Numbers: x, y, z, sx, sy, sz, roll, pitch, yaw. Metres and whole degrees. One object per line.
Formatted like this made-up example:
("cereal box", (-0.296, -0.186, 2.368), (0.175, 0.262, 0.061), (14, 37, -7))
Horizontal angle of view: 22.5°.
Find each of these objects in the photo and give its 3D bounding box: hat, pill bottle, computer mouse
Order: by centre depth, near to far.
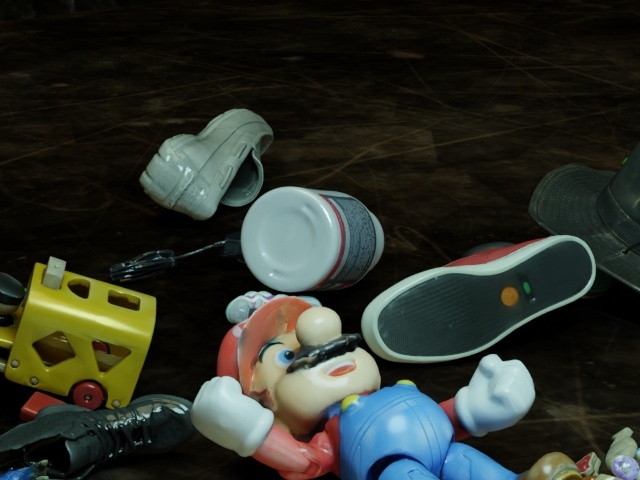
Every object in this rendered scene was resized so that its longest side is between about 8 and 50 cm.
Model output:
("hat", (0.388, -0.039, 1.677), (0.331, 0.134, 0.331), (12, 27, -7))
("pill bottle", (0.000, 0.000, 1.684), (0.108, 0.108, 0.180), (7, 2, 22))
("computer mouse", (-0.118, 0.021, 1.785), (0.242, 0.041, 0.071), (-13, 12, -16))

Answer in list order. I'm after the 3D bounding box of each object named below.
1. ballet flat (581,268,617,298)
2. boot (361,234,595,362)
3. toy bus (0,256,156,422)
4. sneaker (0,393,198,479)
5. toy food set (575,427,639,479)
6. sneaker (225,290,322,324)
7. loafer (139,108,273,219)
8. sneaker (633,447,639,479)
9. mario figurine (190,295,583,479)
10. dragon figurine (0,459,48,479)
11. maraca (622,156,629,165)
("ballet flat", (0.292, 0.023, 1.741), (0.067, 0.073, 0.206), (-20, -2, 41))
("boot", (0.130, 0.058, 1.605), (0.244, 0.088, 0.176), (-18, 6, -21))
("toy bus", (-0.243, 0.070, 1.425), (0.191, 0.104, 0.202), (34, 23, 29))
("sneaker", (-0.186, 0.165, 1.294), (0.170, 0.051, 0.089), (-3, 17, 6))
("toy food set", (0.207, 0.181, 1.227), (0.078, 0.019, 0.122), (-39, 6, 13))
("sneaker", (-0.042, 0.076, 1.588), (0.098, 0.038, 0.069), (-3, 17, -8))
("loafer", (-0.123, -0.090, 2.046), (0.111, 0.112, 0.319), (40, 24, 5))
("sneaker", (0.287, 0.192, 1.172), (0.081, 0.080, 0.211), (-7, 8, -1))
("mario figurine", (0.037, 0.123, 1.206), (0.320, 0.170, 0.198), (28, -3, 42))
("dragon figurine", (-0.257, 0.205, 1.098), (0.144, 0.085, 0.289), (-2, 19, -8))
("maraca", (0.439, -0.053, 1.892), (0.186, 0.099, 0.127), (23, -15, 30))
